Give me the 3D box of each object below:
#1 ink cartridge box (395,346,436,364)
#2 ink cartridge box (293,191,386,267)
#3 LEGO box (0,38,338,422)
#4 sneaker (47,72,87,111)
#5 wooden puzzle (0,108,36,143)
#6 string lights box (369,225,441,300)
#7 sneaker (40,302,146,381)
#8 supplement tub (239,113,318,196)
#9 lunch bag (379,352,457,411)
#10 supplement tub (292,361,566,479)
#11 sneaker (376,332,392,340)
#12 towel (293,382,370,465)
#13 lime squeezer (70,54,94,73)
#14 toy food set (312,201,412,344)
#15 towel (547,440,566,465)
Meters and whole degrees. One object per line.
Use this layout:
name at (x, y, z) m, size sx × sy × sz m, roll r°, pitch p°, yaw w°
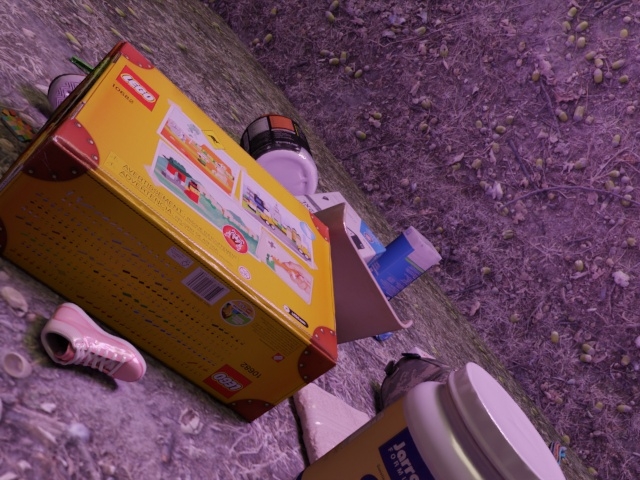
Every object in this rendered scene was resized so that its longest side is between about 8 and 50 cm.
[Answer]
ink cartridge box at (0.301, 0.406, 1.686) m, size 0.154 × 0.093 × 0.212 m, roll 36°, pitch 18°, yaw -40°
ink cartridge box at (0.000, 0.000, 1.633) m, size 0.223 × 0.129 × 0.307 m, roll 52°, pitch 28°, yaw 14°
LEGO box at (-0.209, -0.020, 0.995) m, size 0.500 × 0.193 × 0.373 m, roll 42°, pitch 23°, yaw -25°
sneaker at (-0.407, -0.259, 1.273) m, size 0.321 × 0.125 × 0.180 m, roll 24°, pitch 18°, yaw -49°
wooden puzzle at (-0.489, -0.183, 1.036) m, size 0.083 × 0.006 × 0.049 m, roll 48°, pitch 14°, yaw -3°
string lights box at (0.224, 0.087, 1.935) m, size 0.133 × 0.259 × 0.077 m, roll 36°, pitch 20°, yaw -44°
sneaker at (-0.276, 0.137, 0.763) m, size 0.134 × 0.051 × 0.070 m, roll 42°, pitch 17°, yaw -12°
supplement tub at (-0.127, -0.234, 1.833) m, size 0.207 × 0.207 × 0.338 m, roll 42°, pitch 16°, yaw -26°
lunch bag at (0.280, 0.411, 1.417) m, size 0.305 × 0.212 × 0.256 m, roll 45°, pitch -2°, yaw -16°
supplement tub at (0.137, 0.347, 0.870) m, size 0.241 × 0.331 × 0.241 m, roll 45°, pitch 15°, yaw -15°
sneaker at (0.151, 0.210, 1.747) m, size 0.126 × 0.091 × 0.240 m, roll 54°, pitch 14°, yaw 16°
towel at (0.066, 0.380, 1.148) m, size 0.282 × 0.049 × 0.187 m, roll 39°, pitch 17°, yaw -34°
lime squeezer at (-0.434, -0.296, 1.435) m, size 0.110 × 0.059 × 0.310 m, roll -32°, pitch 81°, yaw -43°
toy food set at (0.033, 0.084, 1.332) m, size 0.306 × 0.219 × 0.092 m, roll 58°, pitch 35°, yaw -20°
towel at (0.384, 0.539, 1.246) m, size 0.040 × 0.271 × 0.370 m, roll 36°, pitch 10°, yaw 22°
